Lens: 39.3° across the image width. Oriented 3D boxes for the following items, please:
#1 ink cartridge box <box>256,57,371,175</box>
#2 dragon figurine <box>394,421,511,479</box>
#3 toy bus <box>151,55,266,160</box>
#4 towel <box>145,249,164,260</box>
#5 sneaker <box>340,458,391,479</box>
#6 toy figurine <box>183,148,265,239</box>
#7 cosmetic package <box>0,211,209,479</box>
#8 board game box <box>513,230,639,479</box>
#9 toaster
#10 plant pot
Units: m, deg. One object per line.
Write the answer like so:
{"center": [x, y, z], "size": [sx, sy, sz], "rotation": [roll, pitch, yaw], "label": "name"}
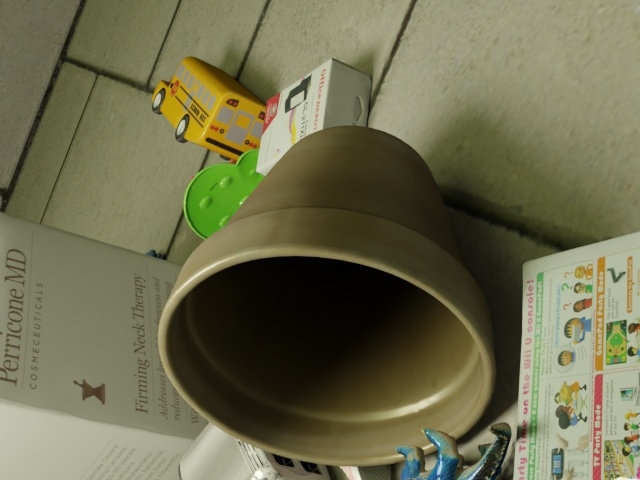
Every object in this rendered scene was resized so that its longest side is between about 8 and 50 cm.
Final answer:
{"center": [-0.012, -0.169, 1.305], "size": [0.175, 0.072, 0.127], "rotation": [-23, 54, 52], "label": "ink cartridge box"}
{"center": [0.115, 0.252, 0.810], "size": [0.289, 0.085, 0.144], "rotation": [133, 149, -60], "label": "dragon figurine"}
{"center": [-0.205, -0.240, 1.620], "size": [0.130, 0.108, 0.332], "rotation": [-63, 31, 12], "label": "toy bus"}
{"center": [-0.331, 0.082, 1.716], "size": [0.067, 0.029, 0.119], "rotation": [-25, 53, 50], "label": "towel"}
{"center": [0.036, 0.246, 1.014], "size": [0.070, 0.051, 0.134], "rotation": [-53, 31, 30], "label": "sneaker"}
{"center": [-0.158, -0.089, 1.478], "size": [0.173, 0.130, 0.159], "rotation": [-47, 22, -3], "label": "toy figurine"}
{"center": [-0.363, 0.222, 1.328], "size": [0.327, 0.394, 0.329], "rotation": [-48, 38, 33], "label": "cosmetic package"}
{"center": [0.284, 0.102, 0.652], "size": [0.303, 0.098, 0.223], "rotation": [-19, 57, 52], "label": "board game box"}
{"center": [-0.080, 0.295, 1.095], "size": [0.146, 0.129, 0.227], "rotation": [-58, 31, 17], "label": "toaster"}
{"center": [0.019, 0.033, 0.951], "size": [0.323, 0.323, 0.280], "rotation": [-44, 24, 37], "label": "plant pot"}
